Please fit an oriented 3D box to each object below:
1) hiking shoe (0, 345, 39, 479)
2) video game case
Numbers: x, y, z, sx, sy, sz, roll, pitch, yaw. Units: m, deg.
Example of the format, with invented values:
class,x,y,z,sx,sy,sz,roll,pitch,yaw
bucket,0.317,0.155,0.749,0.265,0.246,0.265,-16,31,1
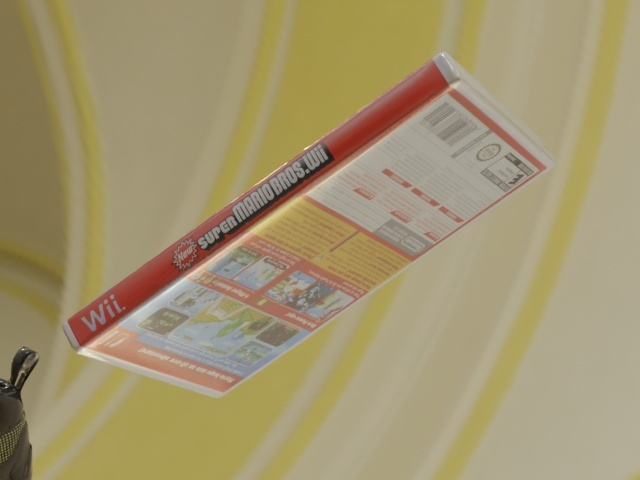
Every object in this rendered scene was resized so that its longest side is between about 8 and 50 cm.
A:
class,x,y,z,sx,sy,sz,roll,pitch,yaw
hiking shoe,-0.238,0.099,0.914,0.086,0.227,0.114,10,-80,51
video game case,0.000,0.000,1.230,0.285,0.204,0.025,-35,-113,12
